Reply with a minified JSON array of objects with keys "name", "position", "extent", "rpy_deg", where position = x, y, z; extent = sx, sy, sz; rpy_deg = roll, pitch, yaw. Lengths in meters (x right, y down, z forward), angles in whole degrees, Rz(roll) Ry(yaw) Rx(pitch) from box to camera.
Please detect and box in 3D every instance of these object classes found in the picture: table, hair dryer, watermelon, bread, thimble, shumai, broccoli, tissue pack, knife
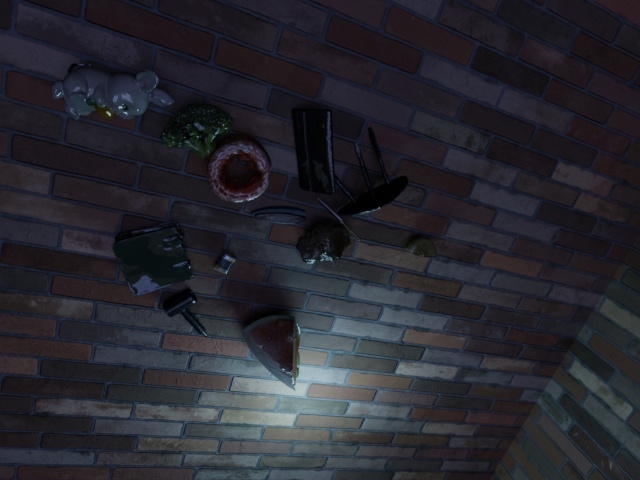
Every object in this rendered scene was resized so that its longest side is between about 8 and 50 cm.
[{"name":"table","position":[0.142,-0.263,1.687],"extent":[0.317,0.317,0.249],"rpy_deg":[-29,105,-1]},{"name":"hair dryer","position":[-0.541,0.321,1.845],"extent":[0.128,0.070,0.255],"rpy_deg":[-32,125,-1]},{"name":"watermelon","position":[-0.165,0.475,1.950],"extent":[0.222,0.319,0.292],"rpy_deg":[-47,163,-23]},{"name":"bread","position":[0.455,0.026,1.971],"extent":[0.157,0.083,0.095],"rpy_deg":[-4,112,-16]},{"name":"thimble","position":[-0.297,-0.267,1.585],"extent":[0.239,0.162,0.239],"rpy_deg":[-5,112,-12]},{"name":"shumai","position":[-0.001,-0.003,1.816],"extent":[0.185,0.218,0.184],"rpy_deg":[3,115,26]},{"name":"broccoli","position":[-0.422,-0.376,1.478],"extent":[0.176,0.198,0.226],"rpy_deg":[39,93,-13]},{"name":"tissue pack","position":[-0.393,0.090,1.784],"extent":[0.062,0.042,0.083],"rpy_deg":[32,102,-28]},{"name":"knife","position":[0.079,-0.090,1.798],"extent":[0.256,0.046,0.022],"rpy_deg":[44,87,-6]}]

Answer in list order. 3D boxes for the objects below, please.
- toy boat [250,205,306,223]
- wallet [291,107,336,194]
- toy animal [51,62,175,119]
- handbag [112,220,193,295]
[{"name":"toy boat","position":[-0.168,-0.099,1.762],"extent":[0.228,0.046,0.080],"rpy_deg":[3,116,-19]},{"name":"wallet","position":[-0.026,-0.334,1.639],"extent":[0.044,0.170,0.321],"rpy_deg":[-37,130,-50]},{"name":"toy animal","position":[-0.649,-0.470,1.369],"extent":[0.325,0.208,0.154],"rpy_deg":[-13,77,1]},{"name":"handbag","position":[-0.642,0.070,1.685],"extent":[0.260,0.079,0.248],"rpy_deg":[-14,117,-10]}]
